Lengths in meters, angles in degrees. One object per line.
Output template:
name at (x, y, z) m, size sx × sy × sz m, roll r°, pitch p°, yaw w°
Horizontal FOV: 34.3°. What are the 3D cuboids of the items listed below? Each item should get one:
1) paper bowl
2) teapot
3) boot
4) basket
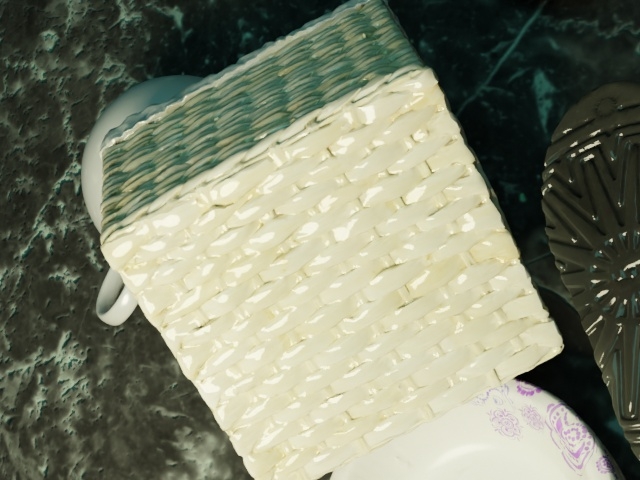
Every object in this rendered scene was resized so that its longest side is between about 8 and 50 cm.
paper bowl at (0.152, 0.278, 0.961) m, size 0.284 × 0.148 × 0.284 m, roll -15°, pitch 56°, yaw 24°
teapot at (-0.160, -0.049, 1.178) m, size 0.252 × 0.256 × 0.187 m, roll -10°, pitch 33°, yaw 1°
boot at (0.318, 0.054, 0.896) m, size 0.131 × 0.260 × 0.348 m, roll -20°, pitch 67°, yaw 34°
basket at (0.000, 0.000, 0.973) m, size 0.331 × 0.328 × 0.266 m, roll -27°, pitch 23°, yaw 6°
